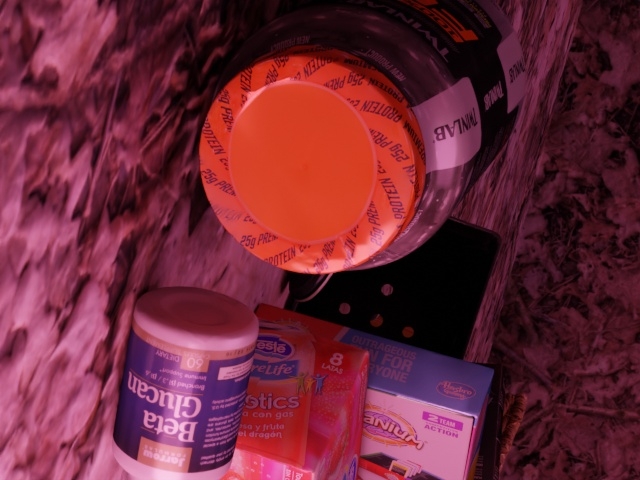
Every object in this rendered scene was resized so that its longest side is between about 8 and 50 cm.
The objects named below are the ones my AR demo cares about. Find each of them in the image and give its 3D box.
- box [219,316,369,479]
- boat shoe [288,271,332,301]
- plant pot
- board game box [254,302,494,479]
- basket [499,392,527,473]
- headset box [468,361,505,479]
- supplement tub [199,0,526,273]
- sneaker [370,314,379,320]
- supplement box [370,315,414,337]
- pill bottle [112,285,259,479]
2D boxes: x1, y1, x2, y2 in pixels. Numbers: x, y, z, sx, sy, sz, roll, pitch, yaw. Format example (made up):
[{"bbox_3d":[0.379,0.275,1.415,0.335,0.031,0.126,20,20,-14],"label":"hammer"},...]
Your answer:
[{"bbox_3d":[-0.051,0.230,1.356,0.154,0.142,0.300,-62,163,-44],"label":"box"},{"bbox_3d":[-0.001,0.000,1.511,0.042,0.049,0.133,43,68,-44],"label":"boat shoe"},{"bbox_3d":[0.072,0.068,1.624,0.167,0.187,0.188,108,2,-73],"label":"plant pot"},{"bbox_3d":[0.038,0.220,1.497,0.316,0.242,0.064,93,17,-46],"label":"board game box"},{"bbox_3d":[0.171,0.368,2.275,0.299,0.223,0.213,-60,161,-48],"label":"basket"},{"bbox_3d":[0.112,0.298,1.829,0.110,0.218,0.293,59,36,-72],"label":"headset box"},{"bbox_3d":[0.039,-0.102,1.184,0.338,0.207,0.207,-46,150,-65],"label":"supplement tub"},{"bbox_3d":[0.063,0.067,1.897,0.035,0.031,0.083,-27,129,-54],"label":"sneaker"},{"bbox_3d":[0.077,0.219,2.022,0.078,0.080,0.233,-25,128,-76],"label":"supplement box"},{"bbox_3d":[-0.106,0.128,1.108,0.094,0.094,0.169,-41,145,-67],"label":"pill bottle"}]
